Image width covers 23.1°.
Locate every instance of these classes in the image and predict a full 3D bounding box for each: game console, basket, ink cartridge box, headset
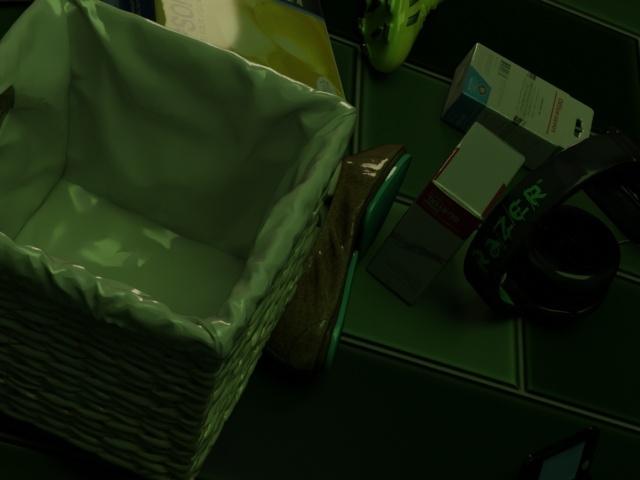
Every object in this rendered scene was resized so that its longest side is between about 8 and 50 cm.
[{"bbox_3d":[0.271,0.274,1.690,0.122,0.107,0.071,-17,39,-38],"label":"game console"},{"bbox_3d":[-0.188,-0.003,1.441,0.331,0.266,0.328,23,48,5],"label":"basket"},{"bbox_3d":[0.252,-0.161,1.999,0.180,0.060,0.104,29,47,-9],"label":"ink cartridge box"},{"bbox_3d":[0.304,-0.036,1.841,0.394,0.243,0.185,1,44,-50],"label":"headset"},{"bbox_3d":[0.138,-0.028,1.758,0.072,0.175,0.127,37,46,2],"label":"ink cartridge box"},{"bbox_3d":[-0.133,-0.245,1.719,0.307,0.072,0.303,18,36,-25],"label":"ink cartridge box"}]

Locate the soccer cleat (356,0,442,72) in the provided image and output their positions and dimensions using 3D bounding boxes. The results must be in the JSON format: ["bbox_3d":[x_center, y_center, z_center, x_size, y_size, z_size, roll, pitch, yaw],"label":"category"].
[{"bbox_3d":[0.119,-0.323,2.018,0.121,0.093,0.289,25,49,-22],"label":"soccer cleat"}]

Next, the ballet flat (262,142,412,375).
[{"bbox_3d":[0.000,0.000,1.717,0.124,0.116,0.342,19,52,5],"label":"ballet flat"}]
